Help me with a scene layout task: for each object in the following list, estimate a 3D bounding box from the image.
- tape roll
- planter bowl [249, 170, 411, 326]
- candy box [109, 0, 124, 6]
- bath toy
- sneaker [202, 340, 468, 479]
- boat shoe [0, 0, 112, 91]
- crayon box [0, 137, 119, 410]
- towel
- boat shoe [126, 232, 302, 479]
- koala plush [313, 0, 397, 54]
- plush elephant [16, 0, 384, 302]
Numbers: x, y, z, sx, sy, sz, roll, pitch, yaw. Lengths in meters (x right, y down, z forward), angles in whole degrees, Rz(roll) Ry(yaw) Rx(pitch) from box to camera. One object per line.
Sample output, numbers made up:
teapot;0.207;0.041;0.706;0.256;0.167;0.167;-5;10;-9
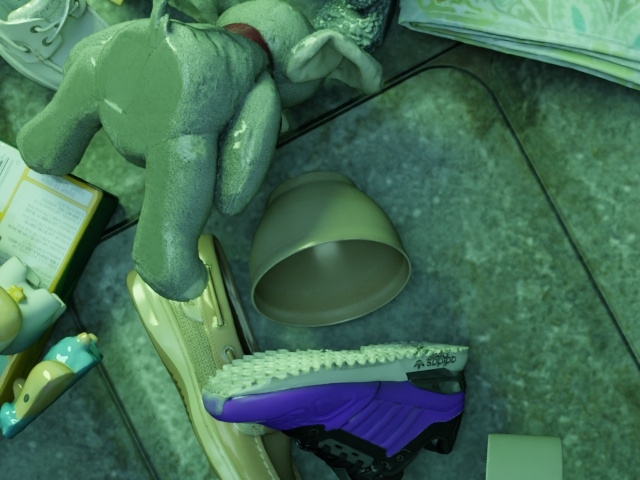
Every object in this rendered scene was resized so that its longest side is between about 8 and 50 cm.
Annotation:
tape roll;0.190;0.294;1.532;0.072;0.219;0.219;3;86;6
planter bowl;0.000;0.000;1.617;0.162;0.162;0.109;-17;58;5
candy box;-0.182;-0.339;1.648;0.053;0.109;0.186;25;105;-12
bath toy;-0.370;0.027;1.565;0.129;0.151;0.348;-43;81;-4
sneaker;0.025;0.180;1.563;0.293;0.102;0.146;-3;96;-31
boat shoe;-0.294;-0.234;1.633;0.277;0.096;0.098;33;72;-23
crayon box;-0.377;0.051;1.681;0.203;0.083;0.323;27;89;7
towel;0.271;-0.354;1.635;0.321;0.090;0.374;15;88;6
boat shoe;-0.074;0.155;1.621;0.110;0.121;0.341;-29;82;4
koala plush;-0.020;-0.326;1.625;0.221;0.196;0.203;16;76;8
plush elephant;-0.100;-0.147;1.589;0.272;0.255;0.330;35;115;32
